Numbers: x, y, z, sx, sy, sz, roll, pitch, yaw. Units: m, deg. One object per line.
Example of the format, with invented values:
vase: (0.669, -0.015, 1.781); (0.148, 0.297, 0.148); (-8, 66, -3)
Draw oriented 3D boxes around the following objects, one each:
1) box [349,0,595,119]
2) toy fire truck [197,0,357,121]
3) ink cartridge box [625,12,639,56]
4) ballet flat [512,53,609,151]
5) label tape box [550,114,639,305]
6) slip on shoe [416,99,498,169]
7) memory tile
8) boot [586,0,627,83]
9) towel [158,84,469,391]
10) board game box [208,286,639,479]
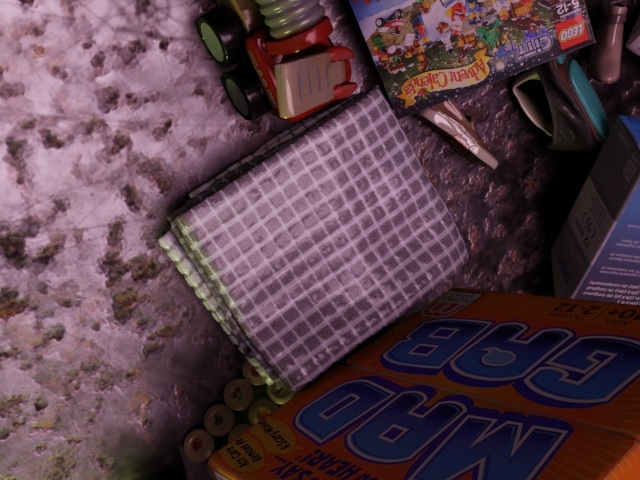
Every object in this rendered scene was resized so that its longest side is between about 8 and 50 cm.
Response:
box: (0.164, -0.251, 0.835); (0.233, 0.044, 0.159); (-20, 115, 14)
toy fire truck: (-0.040, -0.205, 0.690); (0.158, 0.246, 0.217); (-32, 116, -18)
ink cartridge box: (0.547, -0.314, 1.059); (0.181, 0.056, 0.225); (32, 68, -4)
ballet flat: (0.276, -0.219, 0.939); (0.280, 0.096, 0.095); (59, 37, -30)
label tape box: (0.462, 0.014, 1.034); (0.249, 0.115, 0.348); (5, 133, -10)
slip on shoe: (0.178, -0.136, 0.941); (0.135, 0.051, 0.041); (33, 89, -23)
memory tile: (-0.078, 0.215, 0.872); (0.148, 0.113, 0.012); (-52, 164, -8)
boot: (0.378, -0.263, 0.988); (0.042, 0.118, 0.087); (9, 121, 7)
towel: (0.000, 0.000, 0.820); (0.283, 0.121, 0.235); (-36, 106, -15)
board game box: (0.184, 0.289, 0.701); (0.356, 0.356, 0.357); (-30, 106, -30)
